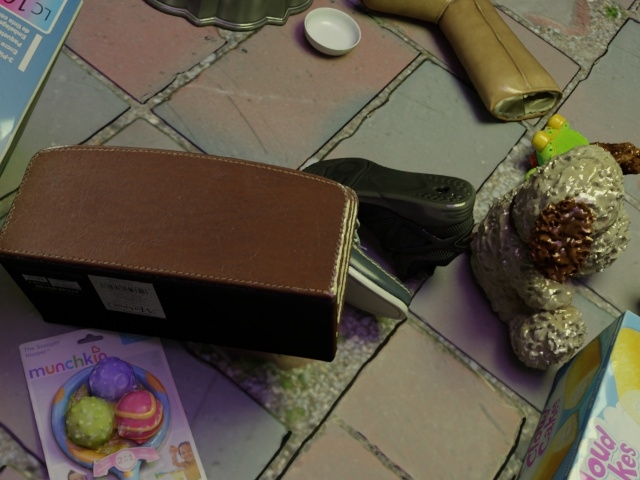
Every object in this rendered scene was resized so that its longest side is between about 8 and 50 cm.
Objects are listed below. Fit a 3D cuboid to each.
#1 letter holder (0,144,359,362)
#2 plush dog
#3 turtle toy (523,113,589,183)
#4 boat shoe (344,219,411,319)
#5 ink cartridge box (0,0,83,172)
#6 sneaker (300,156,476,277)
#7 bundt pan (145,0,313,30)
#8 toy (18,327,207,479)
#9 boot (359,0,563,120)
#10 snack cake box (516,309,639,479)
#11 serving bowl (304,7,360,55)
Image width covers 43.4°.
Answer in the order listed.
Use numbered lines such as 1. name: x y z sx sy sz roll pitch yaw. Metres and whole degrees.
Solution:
1. letter holder: -0.118 -0.025 0.792 0.301 0.152 0.214 8 62 5
2. plush dog: 0.268 -0.020 0.928 0.210 0.225 0.262 35 54 6
3. turtle toy: 0.325 -0.107 1.104 0.095 0.066 0.130 41 55 10
4. boat shoe: 0.000 0.000 0.914 0.254 0.095 0.079 30 64 13
5. ink cartridge box: -0.369 -0.042 0.691 0.151 0.270 0.396 25 52 -21
6. sneaker: 0.075 -0.024 0.962 0.227 0.130 0.087 14 40 26
7. bundt pan: -0.140 -0.460 1.149 0.330 0.124 0.331 9 56 -13
8. toy: -0.189 0.176 0.755 0.136 0.056 0.237 -11 62 -26
9. boot: 0.203 -0.296 1.176 0.236 0.089 0.270 -13 64 -25
10. snack cake box: 0.278 0.220 0.821 0.089 0.152 0.264 32 53 5
11. serving bowl: 0.014 -0.293 1.148 0.083 0.027 0.083 9 55 -13
